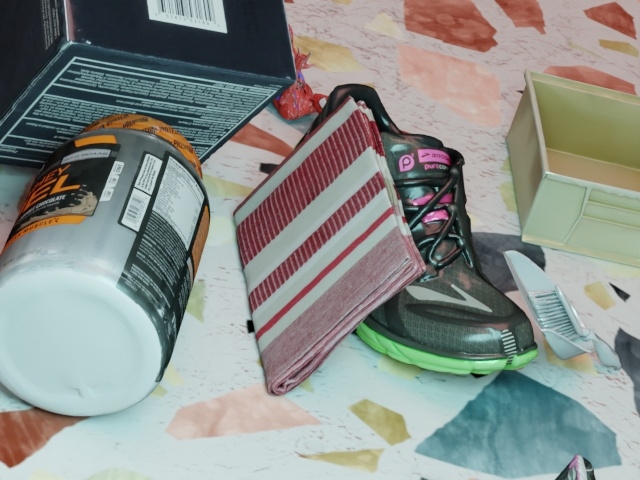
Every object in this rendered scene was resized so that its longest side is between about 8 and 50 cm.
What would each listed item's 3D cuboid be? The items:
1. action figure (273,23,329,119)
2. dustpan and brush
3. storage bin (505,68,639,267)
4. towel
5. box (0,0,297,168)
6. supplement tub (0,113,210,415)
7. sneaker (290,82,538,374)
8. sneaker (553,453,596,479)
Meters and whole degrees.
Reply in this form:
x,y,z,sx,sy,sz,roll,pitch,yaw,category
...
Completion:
x,y,z,sx,sy,sz,roll,pitch,yaw,category
-0.092,-0.264,2.287,0.280,0.139,0.091,27,37,8,action figure
0.304,0.105,1.971,0.060,0.211,0.147,-29,41,9,dustpan and brush
0.404,-0.095,2.288,0.260,0.123,0.262,12,35,-9,storage bin
0.000,0.000,1.904,0.037,0.237,0.329,33,26,-32,towel
-0.237,-0.216,1.942,0.296,0.294,0.183,7,62,-33,box
-0.236,0.015,1.782,0.207,0.207,0.338,16,35,-4,supplement tub
0.100,-0.019,1.980,0.185,0.202,0.483,-9,43,-32,sneaker
0.294,0.315,1.751,0.077,0.072,0.178,20,42,-18,sneaker
